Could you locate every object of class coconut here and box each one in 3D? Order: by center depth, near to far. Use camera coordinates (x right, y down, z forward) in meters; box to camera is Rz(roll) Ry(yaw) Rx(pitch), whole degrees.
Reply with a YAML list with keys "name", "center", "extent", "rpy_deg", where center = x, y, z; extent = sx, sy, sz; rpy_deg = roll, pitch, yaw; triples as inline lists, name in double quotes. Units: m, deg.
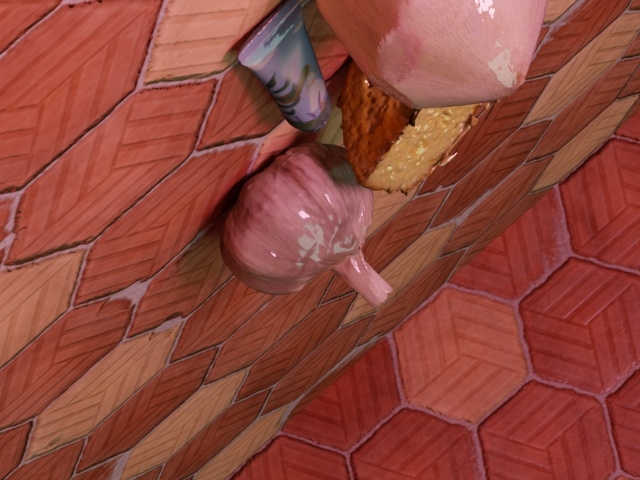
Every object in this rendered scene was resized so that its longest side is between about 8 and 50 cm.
- name: "coconut"
  center: [0.116, -0.229, 1.692]
  extent: [0.224, 0.234, 0.224]
  rpy_deg: [-37, 169, -8]

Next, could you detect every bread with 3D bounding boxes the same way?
- name: "bread"
  center: [0.114, -0.189, 2.012]
  extent: [0.160, 0.147, 0.260]
  rpy_deg: [-10, 142, -49]

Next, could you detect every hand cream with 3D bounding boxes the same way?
- name: "hand cream"
  center: [-0.034, -0.175, 1.846]
  extent: [0.088, 0.055, 0.256]
  rpy_deg: [-45, 160, -5]

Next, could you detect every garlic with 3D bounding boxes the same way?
- name: "garlic"
  center: [0.000, 0.000, 2.117]
  extent: [0.218, 0.212, 0.218]
  rpy_deg: [-44, 171, -9]
